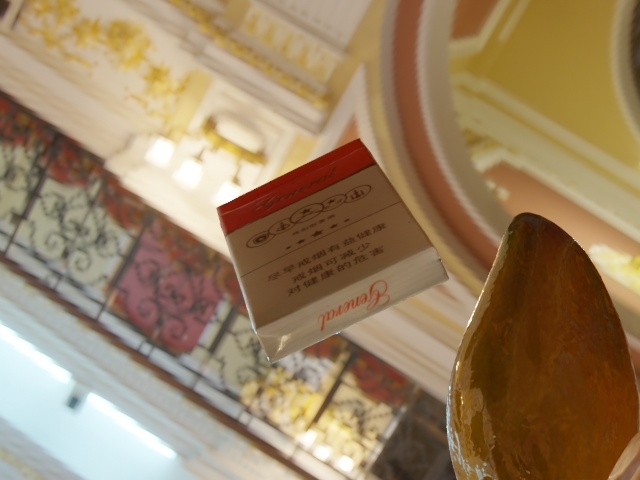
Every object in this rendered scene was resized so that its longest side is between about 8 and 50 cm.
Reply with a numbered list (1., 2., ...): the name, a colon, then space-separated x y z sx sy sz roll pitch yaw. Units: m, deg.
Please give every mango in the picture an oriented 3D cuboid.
1. mango: 0.190 0.128 1.191 0.177 0.119 0.316 13 -111 -23

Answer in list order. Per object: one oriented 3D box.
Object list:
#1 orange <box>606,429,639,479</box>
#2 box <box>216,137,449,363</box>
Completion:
1. orange: 0.204 0.160 0.355 0.340 0.293 0.340 50 -168 -15
2. box: 0.000 0.000 1.038 0.035 0.139 0.245 64 179 -23
